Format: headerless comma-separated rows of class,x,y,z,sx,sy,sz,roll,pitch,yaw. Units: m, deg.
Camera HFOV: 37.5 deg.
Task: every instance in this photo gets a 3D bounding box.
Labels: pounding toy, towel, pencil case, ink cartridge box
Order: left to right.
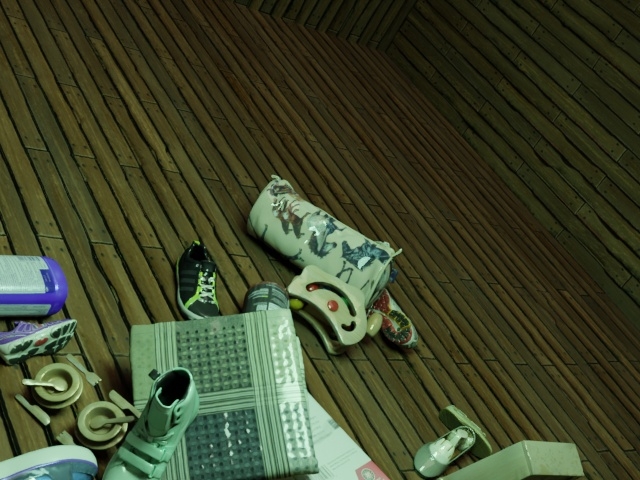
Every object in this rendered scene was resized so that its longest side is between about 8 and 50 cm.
towel,-0.176,0.279,1.675,0.312,0.056,0.324,-6,59,-8
ink cartridge box,-0.035,0.415,1.744,0.283,0.117,0.207,44,29,20
pencil case,0.000,0.000,2.374,0.410,0.183,0.160,34,-9,15
pounding toy,0.013,0.188,2.223,0.269,0.155,0.154,28,54,-14

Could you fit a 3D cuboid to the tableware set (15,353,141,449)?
tableware set,-0.408,0.273,1.591,0.194,0.039,0.128,36,52,16

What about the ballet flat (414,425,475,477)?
ballet flat,0.275,0.456,2.074,0.072,0.068,0.213,44,29,21

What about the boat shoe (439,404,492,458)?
boat shoe,0.344,0.442,2.191,0.153,0.056,0.048,39,31,28

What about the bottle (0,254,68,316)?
bottle,-0.605,0.082,1.706,0.282,0.092,0.118,3,41,-45

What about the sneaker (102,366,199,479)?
sneaker,-0.283,0.318,1.517,0.094,0.151,0.256,23,57,10

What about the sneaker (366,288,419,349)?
sneaker,0.171,0.199,2.397,0.093,0.088,0.225,45,7,-46

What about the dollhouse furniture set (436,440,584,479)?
dollhouse furniture set,0.410,0.626,1.852,0.362,0.256,0.394,12,55,-35

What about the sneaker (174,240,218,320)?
sneaker,-0.267,0.087,2.061,0.084,0.097,0.235,13,33,-34

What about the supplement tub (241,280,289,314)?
supplement tub,-0.124,0.181,2.056,0.106,0.106,0.198,27,28,-13

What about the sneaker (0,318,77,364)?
sneaker,-0.513,0.165,1.701,0.071,0.068,0.170,39,27,24

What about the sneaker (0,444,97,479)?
sneaker,-0.413,0.431,1.320,0.322,0.130,0.236,1,50,-54
